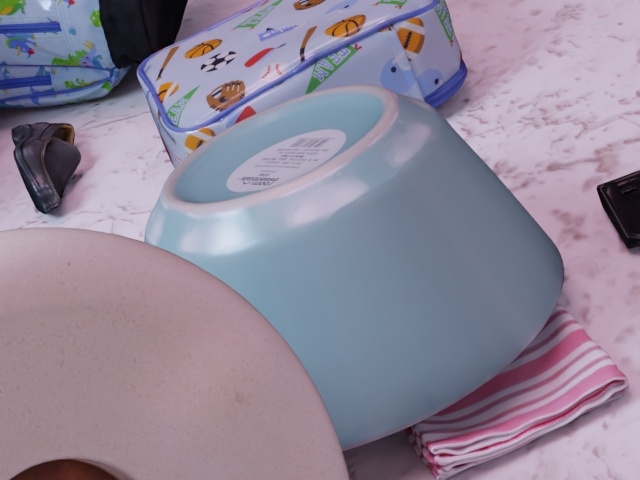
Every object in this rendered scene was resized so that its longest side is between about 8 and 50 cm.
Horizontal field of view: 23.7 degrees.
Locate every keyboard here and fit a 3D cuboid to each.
[{"bbox_3d":[0.302,-0.052,1.147,0.180,0.023,0.108,-20,37,3],"label":"keyboard"}]

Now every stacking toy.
[{"bbox_3d":[-0.231,0.179,0.940,0.350,0.350,0.480,-39,16,-26],"label":"stacking toy"}]

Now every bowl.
[{"bbox_3d":[0.000,0.000,1.081,0.311,0.163,0.311,-20,21,8],"label":"bowl"}]

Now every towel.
[{"bbox_3d":[0.110,0.079,1.057,0.144,0.029,0.197,-24,31,-5],"label":"towel"}]

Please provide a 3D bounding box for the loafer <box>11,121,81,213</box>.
[{"bbox_3d":[-0.270,-0.081,1.521,0.061,0.062,0.170,-20,32,-5],"label":"loafer"}]

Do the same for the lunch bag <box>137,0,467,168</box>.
[{"bbox_3d":[-0.016,-0.164,1.439,0.303,0.115,0.243,-25,28,-4],"label":"lunch bag"}]

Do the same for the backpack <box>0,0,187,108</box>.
[{"bbox_3d":[-0.331,-0.271,1.704,0.355,0.273,0.290,5,37,3],"label":"backpack"}]
